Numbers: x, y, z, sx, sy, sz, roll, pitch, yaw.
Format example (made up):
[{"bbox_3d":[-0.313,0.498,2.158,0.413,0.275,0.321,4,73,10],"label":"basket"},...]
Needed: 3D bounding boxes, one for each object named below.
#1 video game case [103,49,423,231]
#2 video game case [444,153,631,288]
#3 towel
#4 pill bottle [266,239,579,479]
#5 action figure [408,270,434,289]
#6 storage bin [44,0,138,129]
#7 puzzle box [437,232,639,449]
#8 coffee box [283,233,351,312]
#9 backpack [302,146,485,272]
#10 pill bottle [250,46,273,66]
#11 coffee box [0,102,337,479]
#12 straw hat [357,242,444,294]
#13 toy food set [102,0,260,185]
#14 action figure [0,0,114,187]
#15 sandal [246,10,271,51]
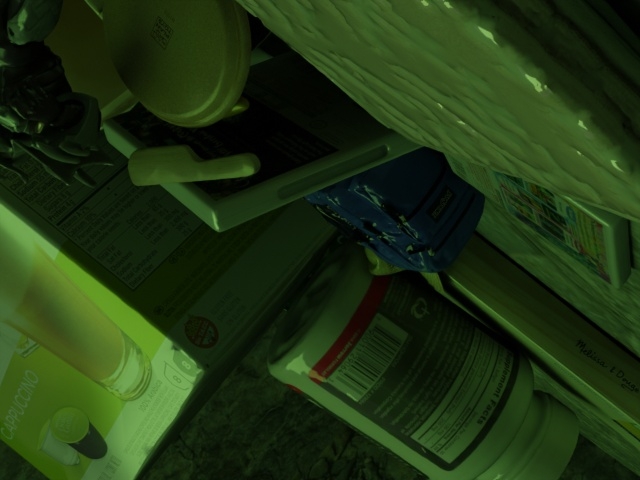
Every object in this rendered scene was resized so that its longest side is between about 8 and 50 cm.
[{"bbox_3d":[-0.038,-0.077,0.867,0.190,0.173,0.022,37,144,52],"label":"video game case"},{"bbox_3d":[0.130,-0.033,0.779,0.143,0.019,0.157,38,177,21],"label":"video game case"},{"bbox_3d":[-0.015,-0.141,0.527,0.332,0.053,0.317,39,177,-25],"label":"towel"},{"bbox_3d":[0.116,0.154,1.344,0.318,0.176,0.176,35,179,-11],"label":"pill bottle"},{"bbox_3d":[0.059,-0.013,1.401,0.232,0.063,0.137,54,174,-26],"label":"action figure"},{"bbox_3d":[-0.250,-0.243,0.953,0.260,0.123,0.262,41,174,45],"label":"storage bin"},{"bbox_3d":[0.294,0.145,1.308,0.409,0.052,0.272,38,177,8],"label":"puzzle box"},{"bbox_3d":[0.000,0.000,1.477,0.113,0.184,0.040,40,176,2],"label":"coffee box"},{"bbox_3d":[0.062,-0.030,0.938,0.120,0.098,0.101,41,174,-23],"label":"backpack"},{"bbox_3d":[-0.118,-0.159,1.079,0.187,0.112,0.112,37,177,37],"label":"pill bottle"},{"bbox_3d":[-0.205,0.004,1.257,0.334,0.338,0.337,38,137,3],"label":"coffee box"},{"bbox_3d":[0.070,0.004,1.243,0.144,0.061,0.144,-24,-90,-88],"label":"straw hat"},{"bbox_3d":[-0.088,-0.132,0.770,0.132,0.038,0.192,1,109,41],"label":"toy food set"},{"bbox_3d":[-0.195,-0.145,0.770,0.185,0.099,0.285,34,136,19],"label":"action figure"},{"bbox_3d":[-0.070,-0.155,0.815,0.102,0.076,0.265,41,178,-41],"label":"sandal"}]
